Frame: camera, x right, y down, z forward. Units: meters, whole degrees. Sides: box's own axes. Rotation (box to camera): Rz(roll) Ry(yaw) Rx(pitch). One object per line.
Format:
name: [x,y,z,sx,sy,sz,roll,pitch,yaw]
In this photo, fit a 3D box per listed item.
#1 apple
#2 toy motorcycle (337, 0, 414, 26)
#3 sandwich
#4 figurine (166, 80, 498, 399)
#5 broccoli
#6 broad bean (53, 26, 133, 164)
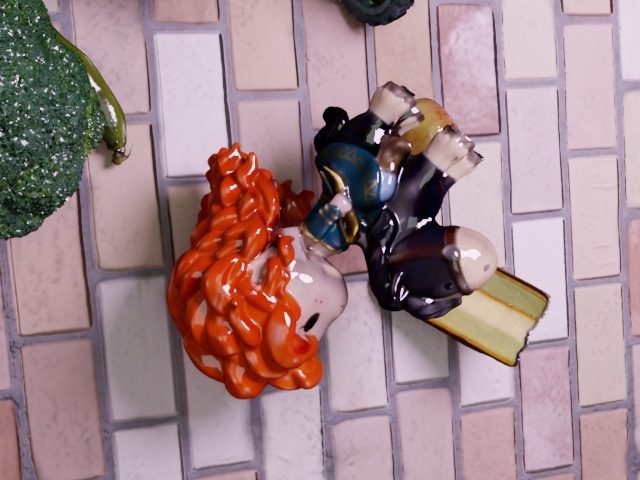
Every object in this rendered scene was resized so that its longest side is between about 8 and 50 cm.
apple: [0.139,-0.127,0.973,0.102,0.126,0.126,-36,102,10]
toy motorcycle: [0.037,-0.476,0.873,0.168,0.237,0.410,-34,103,-32]
sandwich: [0.186,0.069,0.986,0.187,0.144,0.117,31,83,-15]
figurine: [0.012,0.001,0.863,0.411,0.241,0.306,-22,90,9]
broccoli: [-0.376,-0.143,0.784,0.265,0.245,0.295,-22,109,-53]
broad bean: [-0.314,-0.208,0.888,0.065,0.046,0.254,-39,103,4]
